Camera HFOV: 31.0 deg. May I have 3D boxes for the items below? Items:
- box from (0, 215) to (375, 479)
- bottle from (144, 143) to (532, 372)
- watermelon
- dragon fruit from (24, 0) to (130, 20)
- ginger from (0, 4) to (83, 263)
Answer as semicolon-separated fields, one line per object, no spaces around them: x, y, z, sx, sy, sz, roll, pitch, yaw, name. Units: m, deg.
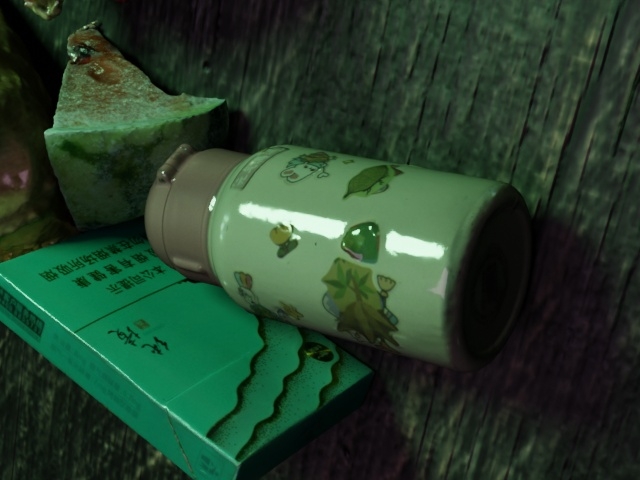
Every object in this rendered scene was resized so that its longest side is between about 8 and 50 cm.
-0.096;0.069;0.797;0.226;0.161;0.042;34;123;22;box
0.000;0.000;0.744;0.253;0.120;0.120;13;110;32;bottle
-0.164;-0.077;0.839;0.158;0.121;0.097;36;138;25;watermelon
-0.157;-0.256;0.783;0.211;0.134;0.262;102;149;-41;dragon fruit
-0.269;-0.106;0.854;0.123;0.219;0.270;-27;65;-4;ginger
